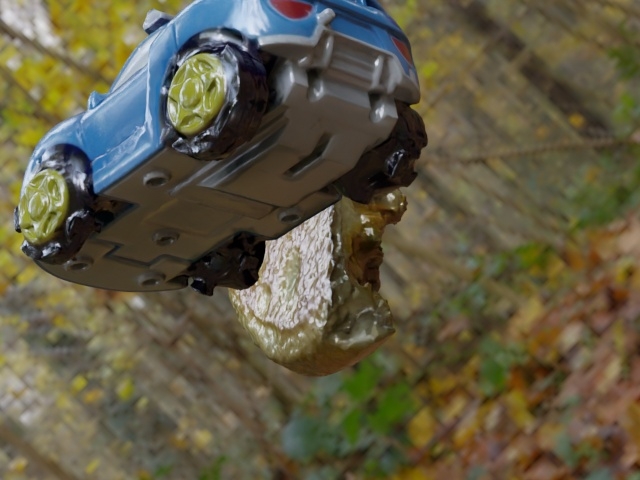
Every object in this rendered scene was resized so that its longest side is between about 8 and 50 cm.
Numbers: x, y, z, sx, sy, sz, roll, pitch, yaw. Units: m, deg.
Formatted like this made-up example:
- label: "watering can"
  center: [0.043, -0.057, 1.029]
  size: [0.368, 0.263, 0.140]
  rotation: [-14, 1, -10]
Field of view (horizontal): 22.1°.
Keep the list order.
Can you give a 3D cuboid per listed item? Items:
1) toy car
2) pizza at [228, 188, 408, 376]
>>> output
- label: "toy car"
  center: [-0.082, -0.075, 1.135]
  size: [0.198, 0.166, 0.314]
  rotation: [14, -36, -43]
- label: "pizza"
  center: [-0.015, 0.026, 1.379]
  size: [0.268, 0.087, 0.258]
  rotation: [-48, 33, 49]
